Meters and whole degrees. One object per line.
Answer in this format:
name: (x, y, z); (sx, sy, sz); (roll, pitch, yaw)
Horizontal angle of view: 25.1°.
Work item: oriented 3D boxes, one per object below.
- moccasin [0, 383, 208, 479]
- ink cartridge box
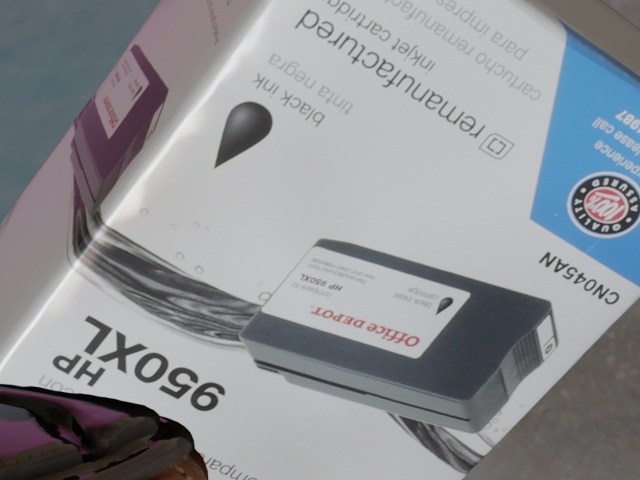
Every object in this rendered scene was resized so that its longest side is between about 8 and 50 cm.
moccasin: (-0.164, 0.119, 0.261); (0.139, 0.146, 0.380); (4, 4, 27)
ink cartridge box: (0.000, 0.000, 0.839); (0.395, 0.285, 0.166); (-50, 26, 22)
